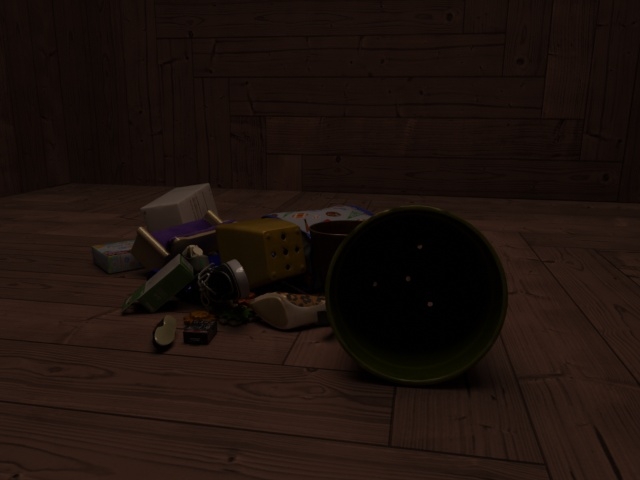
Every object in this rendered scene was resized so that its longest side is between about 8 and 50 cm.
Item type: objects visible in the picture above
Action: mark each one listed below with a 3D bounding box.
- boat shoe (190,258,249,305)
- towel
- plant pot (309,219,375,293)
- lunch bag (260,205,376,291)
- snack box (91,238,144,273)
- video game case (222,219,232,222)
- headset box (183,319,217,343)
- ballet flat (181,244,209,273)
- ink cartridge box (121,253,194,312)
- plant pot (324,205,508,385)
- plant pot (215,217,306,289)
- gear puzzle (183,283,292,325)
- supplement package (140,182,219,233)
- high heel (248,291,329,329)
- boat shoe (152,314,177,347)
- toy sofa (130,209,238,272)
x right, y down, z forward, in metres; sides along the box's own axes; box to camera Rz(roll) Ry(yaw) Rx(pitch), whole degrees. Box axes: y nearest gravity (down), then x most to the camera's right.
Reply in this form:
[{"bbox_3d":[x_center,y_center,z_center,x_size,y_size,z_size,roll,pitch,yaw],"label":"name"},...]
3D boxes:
[{"bbox_3d":[-0.283,0.116,1.446,0.105,0.113,0.306,-20,10,-27],"label":"boat shoe"},{"bbox_3d":[-0.374,0.098,1.731,0.228,0.076,0.308,13,19,39],"label":"towel"},{"bbox_3d":[0.078,0.073,1.519,0.216,0.230,0.215,-1,12,0],"label":"plant pot"},{"bbox_3d":[0.000,0.000,1.824,0.328,0.238,0.385,-10,25,-32],"label":"lunch bag"},{"bbox_3d":[-0.691,0.051,1.922,0.207,0.070,0.174,-9,17,-38],"label":"snack box"},{"bbox_3d":[-0.462,-0.043,2.364,0.210,0.041,0.232,-7,16,-23],"label":"video game case"},{"bbox_3d":[-0.295,0.225,1.308,0.062,0.032,0.083,1,15,6],"label":"headset box"},{"bbox_3d":[-0.390,0.047,1.661,0.072,0.068,0.213,-9,15,-25],"label":"ballet flat"},{"bbox_3d":[-0.457,0.137,1.509,0.209,0.062,0.109,-40,20,-2],"label":"ink cartridge box"},{"bbox_3d":[0.214,0.106,1.252,0.367,0.366,0.353,2,2,8],"label":"plant pot"},{"bbox_3d":[-0.163,0.038,1.606,0.212,0.212,0.187,-11,4,-44],"label":"plant pot"},{"bbox_3d":[-0.224,0.178,1.478,0.339,0.044,0.175,-11,18,-38],"label":"gear puzzle"},{"bbox_3d":[-0.581,-0.110,2.237,0.178,0.175,0.293,-6,20,18],"label":"supplement package"},{"bbox_3d":[-0.045,0.180,1.427,0.261,0.093,0.186,6,4,26],"label":"high heel"},{"bbox_3d":[-0.380,0.227,1.287,0.049,0.042,0.133,41,9,-15],"label":"boat shoe"},{"bbox_3d":[-0.467,-0.015,1.881,0.150,0.177,0.362,41,29,16],"label":"toy sofa"}]
